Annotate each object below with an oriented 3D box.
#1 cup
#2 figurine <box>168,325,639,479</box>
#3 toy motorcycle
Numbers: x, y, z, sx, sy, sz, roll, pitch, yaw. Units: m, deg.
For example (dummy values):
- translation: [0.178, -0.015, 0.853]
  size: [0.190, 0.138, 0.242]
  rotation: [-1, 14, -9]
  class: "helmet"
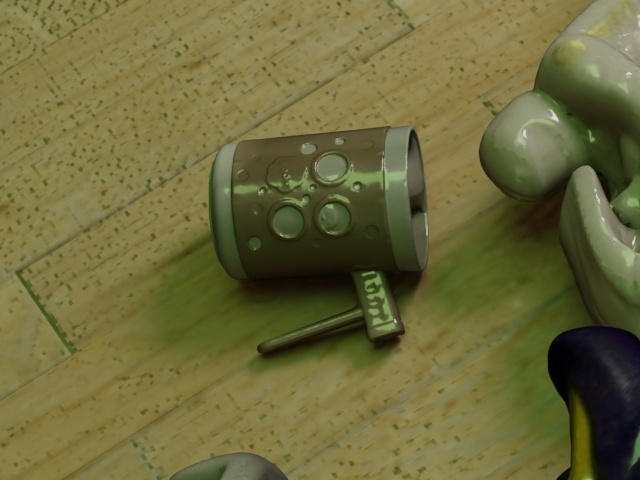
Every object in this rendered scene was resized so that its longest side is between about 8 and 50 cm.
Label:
- translation: [0.001, -0.003, 0.973]
  size: [0.099, 0.102, 0.074]
  rotation: [-4, 17, 10]
  class: "cup"
- translation: [-0.008, 0.188, 0.750]
  size: [0.420, 0.154, 0.193]
  rotation: [-25, 42, -10]
  class: "figurine"
- translation: [0.192, -0.061, 0.940]
  size: [0.222, 0.108, 0.341]
  rotation: [9, 65, 10]
  class: "toy motorcycle"
